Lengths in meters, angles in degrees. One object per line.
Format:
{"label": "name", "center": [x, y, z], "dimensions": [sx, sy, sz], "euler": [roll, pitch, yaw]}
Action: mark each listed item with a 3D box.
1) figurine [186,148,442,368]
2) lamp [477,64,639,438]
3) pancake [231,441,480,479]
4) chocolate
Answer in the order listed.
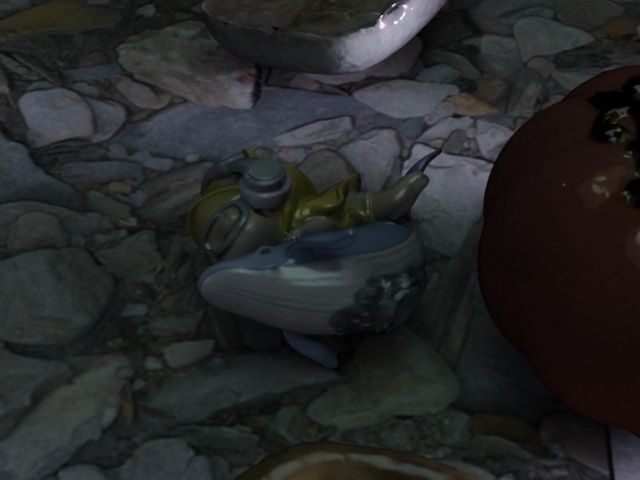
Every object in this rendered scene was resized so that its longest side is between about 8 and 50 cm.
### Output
{"label": "figurine", "center": [0.000, 0.000, 0.956], "dimensions": [0.209, 0.128, 0.184], "euler": [-24, 49, -35]}
{"label": "lamp", "center": [0.258, -0.007, 0.891], "dimensions": [0.306, 0.239, 0.305], "euler": [1, 46, -1]}
{"label": "pancake", "center": [0.022, 0.209, 0.749], "dimensions": [0.242, 0.050, 0.241], "euler": [3, 49, -4]}
{"label": "chocolate", "center": [0.040, -0.235, 1.201], "dimensions": [0.185, 0.100, 0.303], "euler": [17, 43, 27]}
